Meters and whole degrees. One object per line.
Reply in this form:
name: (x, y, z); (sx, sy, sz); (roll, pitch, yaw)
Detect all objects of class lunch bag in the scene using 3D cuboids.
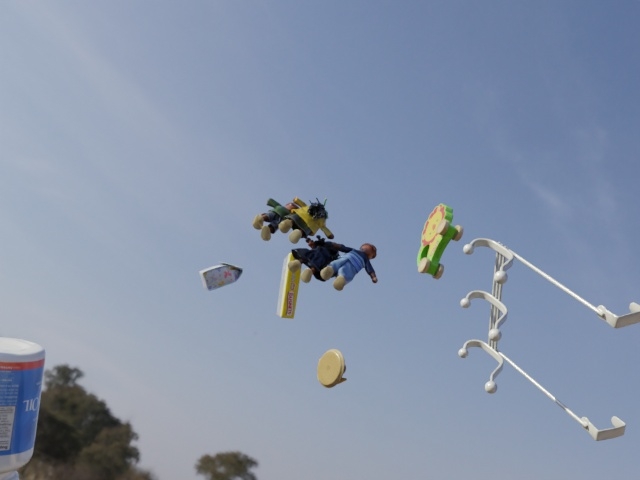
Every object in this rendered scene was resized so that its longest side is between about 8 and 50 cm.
lunch bag: (-0.207, 0.071, 1.664); (0.083, 0.053, 0.071); (-16, 3, -14)

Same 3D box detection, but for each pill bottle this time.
pill bottle: (-0.469, 0.257, 1.134); (0.124, 0.221, 0.124); (8, 3, 0)

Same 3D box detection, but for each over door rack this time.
over door rack: (0.351, 0.160, 1.307); (0.324, 0.108, 0.239); (30, -49, 46)

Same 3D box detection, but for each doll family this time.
doll family: (0.000, 0.000, 1.122); (0.193, 0.111, 0.076); (51, -57, 5)

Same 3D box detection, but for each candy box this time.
candy box: (-0.054, 0.079, 1.354); (0.027, 0.105, 0.206); (10, -4, -4)

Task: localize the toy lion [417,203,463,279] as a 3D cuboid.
toy lion: (0.169, -0.003, 1.168); (0.034, 0.100, 0.096); (22, 11, -14)

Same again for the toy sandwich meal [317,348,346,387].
toy sandwich meal: (0.024, 0.255, 1.566); (0.029, 0.085, 0.086); (21, -16, -37)
